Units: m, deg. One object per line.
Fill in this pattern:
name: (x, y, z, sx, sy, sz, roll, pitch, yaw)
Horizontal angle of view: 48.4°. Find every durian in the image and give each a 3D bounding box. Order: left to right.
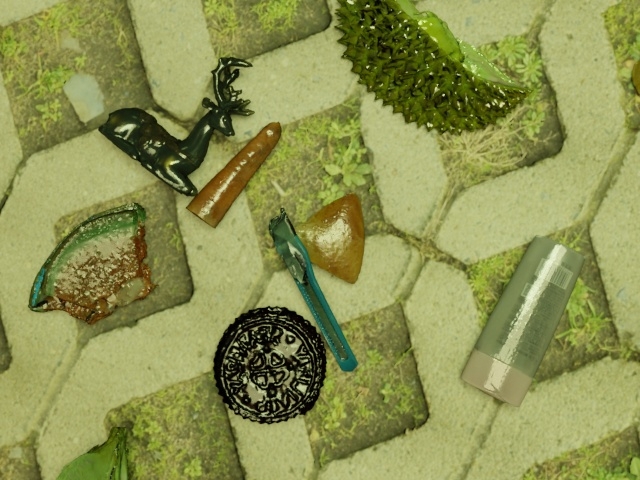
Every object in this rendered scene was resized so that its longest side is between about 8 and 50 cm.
durian: (-0.389, 0.465, 1.086, 0.163, 0.198, 0.394, 25, 87, 2)
durian: (0.160, -0.306, 1.168, 0.355, 0.157, 0.169, 45, 53, 1)

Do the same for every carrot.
carrot: (-0.133, -0.115, 1.174, 0.061, 0.061, 0.209, 39, 85, 1)

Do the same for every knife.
knife: (-0.010, 0.085, 1.154, 0.044, 0.026, 0.296, -25, 100, 12)

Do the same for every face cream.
face cream: (0.329, 0.129, 1.154, 0.107, 0.073, 0.269, 26, 89, 6)

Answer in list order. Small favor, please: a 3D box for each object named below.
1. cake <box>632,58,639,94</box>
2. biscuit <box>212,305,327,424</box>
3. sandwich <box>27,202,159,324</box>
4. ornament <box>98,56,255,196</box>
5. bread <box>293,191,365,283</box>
cake: (0.561, -0.273, 1.178, 0.084, 0.044, 0.084, 0, 87, 1)
biscuit: (-0.083, 0.202, 1.162, 0.195, 0.053, 0.194, 0, 88, 1)
sandwich: (-0.372, 0.049, 1.154, 0.235, 0.079, 0.159, -27, 89, -1)
ornament: (-0.218, -0.216, 1.161, 0.202, 0.080, 0.236, 36, 89, 11)
bread: (0.022, 0.013, 1.169, 0.154, 0.054, 0.136, -30, 92, 2)
